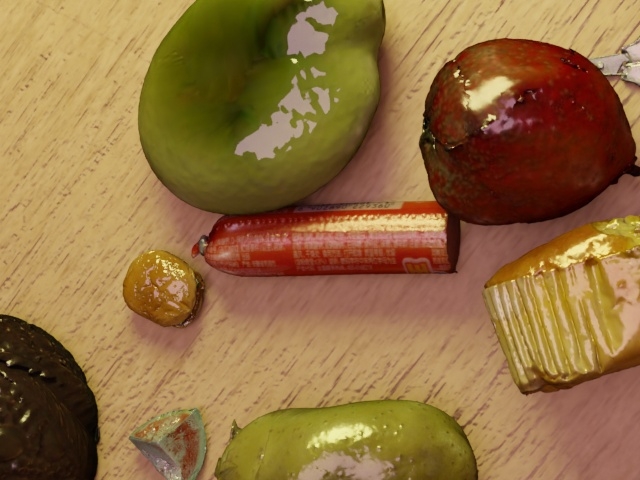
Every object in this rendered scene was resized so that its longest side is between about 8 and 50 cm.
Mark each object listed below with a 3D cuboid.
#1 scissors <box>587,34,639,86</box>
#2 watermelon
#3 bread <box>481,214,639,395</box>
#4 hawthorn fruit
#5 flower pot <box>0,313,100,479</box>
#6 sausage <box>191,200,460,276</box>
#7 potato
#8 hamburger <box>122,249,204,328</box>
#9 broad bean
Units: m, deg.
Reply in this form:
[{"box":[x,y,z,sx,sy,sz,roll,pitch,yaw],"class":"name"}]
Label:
[{"box":[0.278,-0.169,1.248,0.189,0.015,0.100,-3,90,16],"class":"scissors"},{"box":[-0.154,0.214,1.326,0.085,0.061,0.085,-3,79,18],"class":"watermelon"},{"box":[0.274,0.048,1.160,0.250,0.179,0.133,-18,80,14],"class":"bread"},{"box":[0.206,-0.093,1.198,0.235,0.181,0.181,11,92,-7],"class":"hawthorn fruit"},{"box":[-0.388,0.204,1.283,0.267,0.267,0.266,-1,88,15],"class":"flower pot"},{"box":[0.000,0.000,1.285,0.274,0.074,0.074,-1,88,15],"class":"sausage"},{"box":[0.027,0.230,1.241,0.248,0.143,0.169,-12,124,10],"class":"potato"},{"box":[-0.162,0.050,1.343,0.083,0.044,0.076,19,93,17],"class":"hamburger"},{"box":[-0.053,-0.154,1.276,0.291,0.119,0.238,-45,70,9],"class":"broad bean"}]
